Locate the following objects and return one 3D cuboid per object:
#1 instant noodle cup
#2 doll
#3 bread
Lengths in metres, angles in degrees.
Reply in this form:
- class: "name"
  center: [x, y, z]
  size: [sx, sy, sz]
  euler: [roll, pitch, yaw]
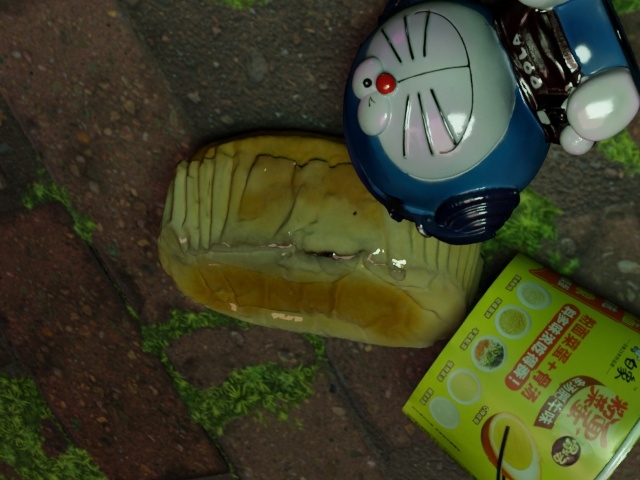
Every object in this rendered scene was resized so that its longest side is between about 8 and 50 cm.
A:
- class: "instant noodle cup"
  center: [0.251, 0.166, 1.600]
  size: [0.221, 0.311, 0.311]
  euler: [36, 130, 8]
- class: "doll"
  center: [0.165, -0.150, 1.439]
  size: [0.310, 0.240, 0.284]
  euler: [-23, 71, 20]
- class: "bread"
  center: [0.001, -0.008, 1.661]
  size: [0.389, 0.183, 0.236]
  euler: [11, 143, 9]
